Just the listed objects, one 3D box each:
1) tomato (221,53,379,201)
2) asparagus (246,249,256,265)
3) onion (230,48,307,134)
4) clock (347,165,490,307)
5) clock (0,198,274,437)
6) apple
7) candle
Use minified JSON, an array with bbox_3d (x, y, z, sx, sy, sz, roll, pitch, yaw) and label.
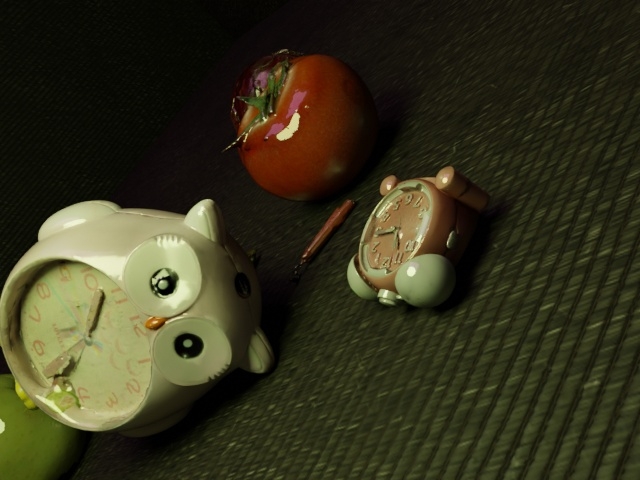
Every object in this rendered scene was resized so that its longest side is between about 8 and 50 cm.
[{"bbox_3d":[-0.023,-0.193,1.150,0.255,0.224,0.256,-37,30,26],"label":"tomato"},{"bbox_3d":[-0.152,0.080,1.195,0.165,0.030,0.036,-65,4,-30],"label":"asparagus"},{"bbox_3d":[-0.070,-0.287,1.404,0.221,0.281,0.281,4,40,6],"label":"onion"},{"bbox_3d":[0.114,0.007,0.789,0.165,0.092,0.162,0,62,60],"label":"clock"},{"bbox_3d":[-0.260,0.104,1.004,0.376,0.369,0.250,-16,8,23],"label":"clock"},{"bbox_3d":[-0.580,0.383,1.230,0.279,0.279,0.279,-38,25,22],"label":"apple"},{"bbox_3d":[0.000,0.000,1.068,0.026,0.021,0.167,27,75,45],"label":"candle"}]
